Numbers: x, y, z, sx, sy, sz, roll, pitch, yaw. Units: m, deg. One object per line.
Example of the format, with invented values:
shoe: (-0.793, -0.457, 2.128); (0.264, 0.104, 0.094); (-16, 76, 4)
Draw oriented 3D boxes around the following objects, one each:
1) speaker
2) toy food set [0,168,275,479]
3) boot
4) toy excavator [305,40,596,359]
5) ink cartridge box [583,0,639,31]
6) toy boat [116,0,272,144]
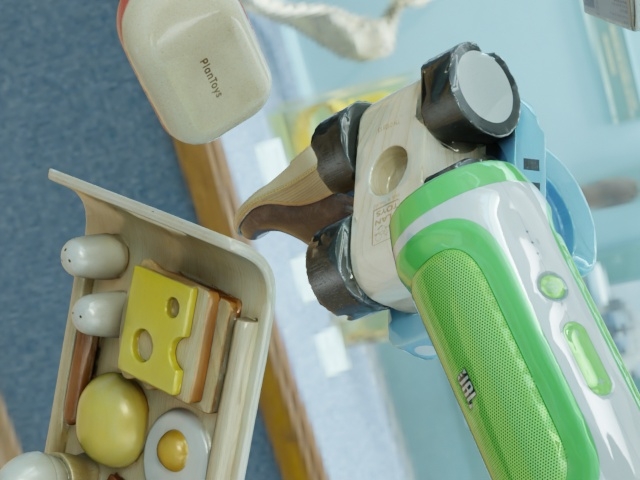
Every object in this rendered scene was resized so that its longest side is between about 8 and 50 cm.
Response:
speaker: (0.152, 0.094, 0.983); (0.131, 0.131, 0.296); (30, 33, -61)
toy food set: (-0.156, 0.118, 1.020); (0.092, 0.220, 0.306); (1, 103, -46)
boot: (0.000, 0.000, 1.836); (0.090, 0.248, 0.207); (-37, 88, -39)
toy excavator: (0.219, 0.065, 1.485); (0.445, 0.222, 0.433); (24, 56, -33)
ink cartridge box: (0.389, -0.256, 1.328); (0.275, 0.239, 0.060); (-84, 166, -77)
toy boat: (-0.164, -0.239, 1.668); (0.151, 0.151, 0.231); (49, -12, 44)
